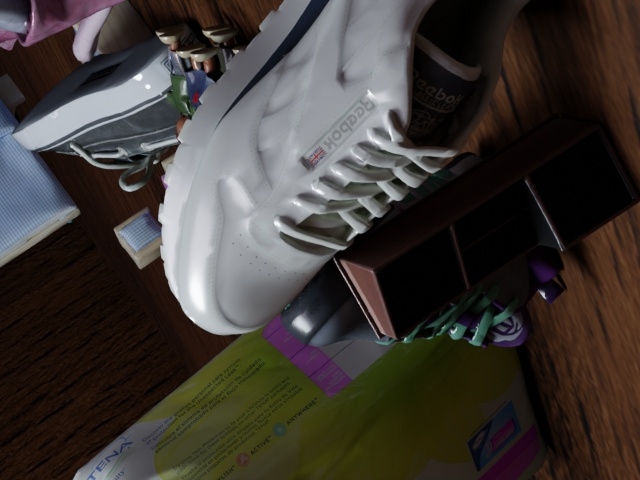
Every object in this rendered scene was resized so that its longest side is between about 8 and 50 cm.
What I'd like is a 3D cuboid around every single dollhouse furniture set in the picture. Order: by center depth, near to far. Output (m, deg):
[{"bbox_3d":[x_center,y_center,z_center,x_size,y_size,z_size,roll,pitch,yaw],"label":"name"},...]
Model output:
[{"bbox_3d":[-0.283,-0.085,1.933,0.286,0.303,0.198,53,171,22],"label":"dollhouse furniture set"}]

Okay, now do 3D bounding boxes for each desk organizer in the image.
[{"bbox_3d":[0.077,-0.005,0.903,0.047,0.130,0.050,60,168,-14],"label":"desk organizer"}]

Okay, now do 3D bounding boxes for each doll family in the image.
[{"bbox_3d":[-0.067,-0.098,1.482,0.193,0.076,0.111,-134,33,-68],"label":"doll family"}]

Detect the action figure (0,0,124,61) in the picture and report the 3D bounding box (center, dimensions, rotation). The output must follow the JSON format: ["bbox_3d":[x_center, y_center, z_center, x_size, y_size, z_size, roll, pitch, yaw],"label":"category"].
[{"bbox_3d":[-0.189,-0.203,1.428,0.275,0.248,0.370,25,163,-34],"label":"action figure"}]

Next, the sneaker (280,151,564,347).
[{"bbox_3d":[0.065,0.021,1.007,0.098,0.083,0.223,45,-150,7],"label":"sneaker"}]

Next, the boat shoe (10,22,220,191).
[{"bbox_3d":[-0.171,-0.110,1.753,0.105,0.113,0.306,50,146,-17],"label":"boat shoe"}]

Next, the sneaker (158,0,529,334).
[{"bbox_3d":[0.011,-0.048,0.862,0.090,0.235,0.095,11,-155,-45],"label":"sneaker"}]

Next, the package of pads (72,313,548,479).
[{"bbox_3d":[0.002,0.145,1.261,0.101,0.296,0.229,38,161,38],"label":"package of pads"}]
